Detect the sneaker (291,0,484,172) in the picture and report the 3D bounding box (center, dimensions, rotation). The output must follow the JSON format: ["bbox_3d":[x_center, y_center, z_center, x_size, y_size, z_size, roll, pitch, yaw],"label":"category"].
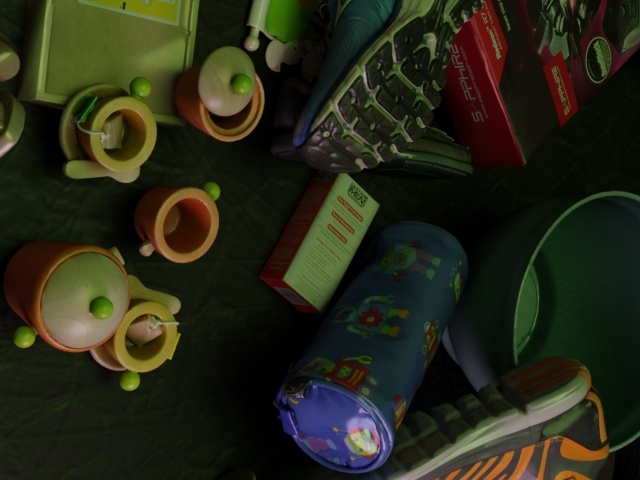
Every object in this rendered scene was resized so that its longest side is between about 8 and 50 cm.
[{"bbox_3d":[0.057,-0.209,1.415,0.330,0.147,0.130,-59,140,-22],"label":"sneaker"}]

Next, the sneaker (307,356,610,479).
[{"bbox_3d":[0.152,0.259,1.396,0.321,0.124,0.180,-21,109,-2],"label":"sneaker"}]

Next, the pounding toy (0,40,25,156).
[{"bbox_3d":[-0.303,-0.055,1.125,0.155,0.154,0.270,41,67,-34],"label":"pounding toy"}]

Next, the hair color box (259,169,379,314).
[{"bbox_3d":[0.000,0.000,1.465,0.072,0.043,0.141,43,67,-34],"label":"hair color box"}]

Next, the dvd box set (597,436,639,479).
[{"bbox_3d":[0.423,0.174,1.673,0.062,0.307,0.421,19,80,-18],"label":"dvd box set"}]

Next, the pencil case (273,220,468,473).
[{"bbox_3d":[0.054,0.103,1.415,0.306,0.133,0.119,-57,148,-49],"label":"pencil case"}]

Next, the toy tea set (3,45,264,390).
[{"bbox_3d":[-0.152,-0.027,1.247,0.200,0.124,0.336,21,88,-41],"label":"toy tea set"}]

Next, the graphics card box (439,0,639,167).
[{"bbox_3d":[0.270,-0.279,1.641,0.371,0.094,0.233,-43,121,-35],"label":"graphics card box"}]

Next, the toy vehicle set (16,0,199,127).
[{"bbox_3d":[-0.189,-0.249,1.292,0.166,0.035,0.267,9,87,-41],"label":"toy vehicle set"}]

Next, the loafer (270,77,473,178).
[{"bbox_3d":[0.065,-0.119,1.486,0.267,0.096,0.084,6,82,-39],"label":"loafer"}]

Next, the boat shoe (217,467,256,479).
[{"bbox_3d":[-0.106,0.293,1.390,0.135,0.050,0.045,-53,136,-24],"label":"boat shoe"}]

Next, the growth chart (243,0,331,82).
[{"bbox_3d":[0.020,-0.250,1.485,0.237,0.021,0.172,9,87,-40],"label":"growth chart"}]

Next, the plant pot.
[{"bbox_3d":[0.260,0.085,1.591,0.293,0.196,0.293,-4,96,-37],"label":"plant pot"}]
